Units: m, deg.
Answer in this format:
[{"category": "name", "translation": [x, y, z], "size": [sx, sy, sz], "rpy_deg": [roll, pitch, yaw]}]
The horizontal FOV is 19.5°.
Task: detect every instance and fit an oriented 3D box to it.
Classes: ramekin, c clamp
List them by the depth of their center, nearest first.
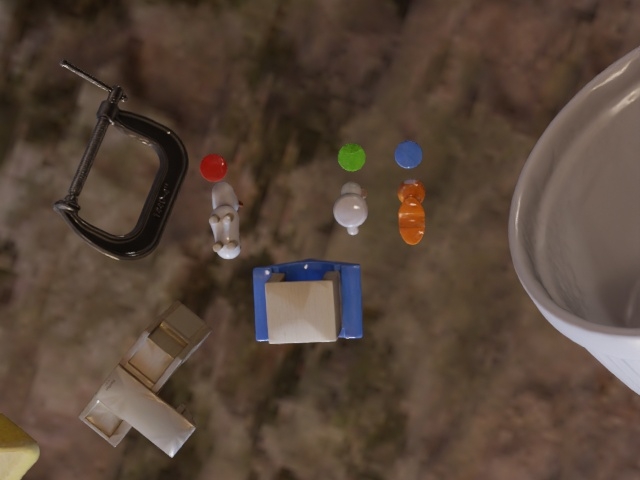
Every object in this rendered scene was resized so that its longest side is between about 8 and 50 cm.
[{"category": "ramekin", "translation": [0.209, -0.006, 0.925], "size": [0.207, 0.109, 0.207], "rpy_deg": [-25, -140, 22]}, {"category": "c clamp", "translation": [-0.184, -0.063, 1.617], "size": [0.022, 0.137, 0.161], "rpy_deg": [-39, -146, 57]}]

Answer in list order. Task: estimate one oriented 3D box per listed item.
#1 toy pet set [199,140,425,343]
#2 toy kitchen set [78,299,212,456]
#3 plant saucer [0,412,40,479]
[{"category": "toy pet set", "translation": [0.000, 0.000, 1.045], "size": [0.065, 0.122, 0.114], "rpy_deg": [-55, 143, -80]}, {"category": "toy kitchen set", "translation": [-0.107, 0.102, 1.284], "size": [0.083, 0.068, 0.075], "rpy_deg": [-51, 179, 20]}, {"category": "plant saucer", "translation": [-0.399, 0.178, 1.251], "size": [0.333, 0.332, 0.081], "rpy_deg": [-47, -128, 50]}]
